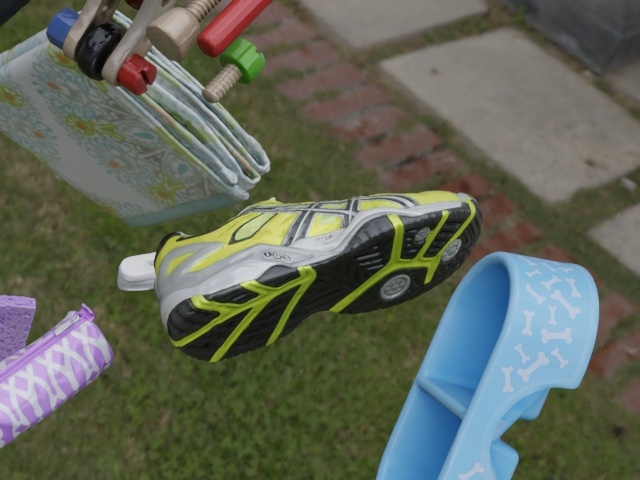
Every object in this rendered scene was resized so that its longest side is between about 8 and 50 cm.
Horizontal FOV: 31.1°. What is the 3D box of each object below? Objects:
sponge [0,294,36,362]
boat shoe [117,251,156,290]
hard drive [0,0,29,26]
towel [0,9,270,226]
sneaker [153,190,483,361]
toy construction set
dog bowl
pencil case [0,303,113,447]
[{"bbox_3d":[-0.578,0.180,2.021,0.117,0.210,0.031,5,38,-25],"label":"sponge"},{"bbox_3d":[-0.294,0.061,2.154,0.184,0.063,0.066,-13,56,-36],"label":"boat shoe"},{"bbox_3d":[-0.182,-0.177,0.497,0.172,0.054,0.254,43,61,-11],"label":"hard drive"},{"bbox_3d":[-0.276,-0.153,1.536,0.320,0.374,0.090,42,59,-27],"label":"towel"},{"bbox_3d":[0.000,0.000,1.258,0.385,0.145,0.147,-14,47,-21],"label":"sneaker"},{"bbox_3d":[-0.125,-0.276,1.050,0.309,0.257,0.237,26,64,33],"label":"toy construction set"},{"bbox_3d":[0.132,0.144,0.980,0.074,0.297,0.166,23,1,-14],"label":"dog bowl"},{"bbox_3d":[-0.330,0.159,1.312,0.086,0.088,0.206,33,53,24],"label":"pencil case"}]
